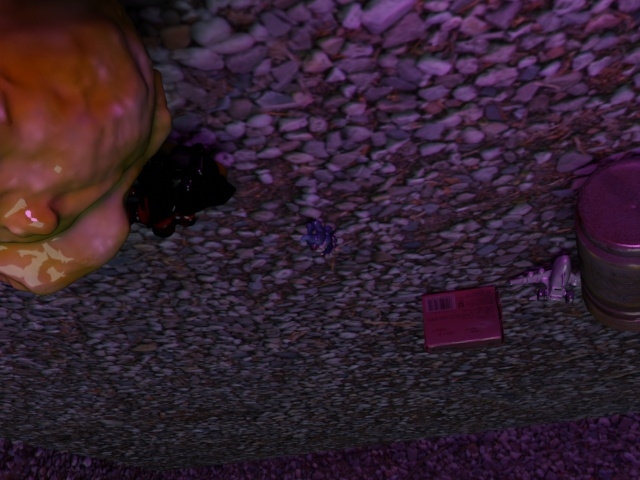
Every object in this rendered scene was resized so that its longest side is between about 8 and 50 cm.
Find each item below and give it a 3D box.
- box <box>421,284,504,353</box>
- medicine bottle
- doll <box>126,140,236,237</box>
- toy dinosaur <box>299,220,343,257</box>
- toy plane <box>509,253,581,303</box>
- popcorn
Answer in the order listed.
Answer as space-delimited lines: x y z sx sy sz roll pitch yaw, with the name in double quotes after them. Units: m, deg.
0.275 0.155 1.311 0.156 0.112 0.060 -8 153 14 "box"
0.465 0.016 1.012 0.151 0.151 0.322 -12 151 18 "medicine bottle"
-0.199 -0.067 0.886 0.126 0.088 0.248 -11 169 -30 "doll"
0.000 0.000 1.057 0.030 0.047 0.083 -21 148 35 "toy dinosaur"
0.429 0.076 1.225 0.162 0.066 0.171 4 159 11 "toy plane"
-0.283 -0.117 0.547 0.311 0.313 0.312 -2 153 -1 "popcorn"
